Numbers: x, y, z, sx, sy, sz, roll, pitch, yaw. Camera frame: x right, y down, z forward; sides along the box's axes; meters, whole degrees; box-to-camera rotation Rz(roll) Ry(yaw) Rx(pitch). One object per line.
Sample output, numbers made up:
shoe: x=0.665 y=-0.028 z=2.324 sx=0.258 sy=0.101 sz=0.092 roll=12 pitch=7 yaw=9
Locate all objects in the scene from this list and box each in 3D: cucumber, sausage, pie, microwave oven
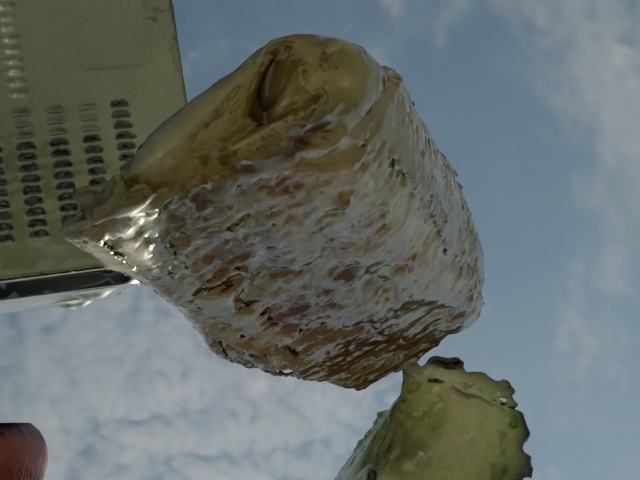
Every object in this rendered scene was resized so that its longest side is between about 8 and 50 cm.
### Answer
cucumber: x=0.037 y=0.214 z=0.798 sx=0.105 sy=0.325 sz=0.145 roll=27 pitch=-125 yaw=-1
sausage: x=-0.218 y=0.150 z=0.776 sx=0.094 sy=0.059 sz=0.054 roll=29 pitch=-126 yaw=-72
pie: x=0.000 y=0.000 z=0.486 sx=0.129 sy=0.282 sz=0.068 roll=-35 pitch=-113 yaw=6
microwave oven: x=-0.243 y=-0.104 z=0.991 sx=0.247 sy=0.394 sz=0.332 roll=-10 pitch=-92 yaw=-18
